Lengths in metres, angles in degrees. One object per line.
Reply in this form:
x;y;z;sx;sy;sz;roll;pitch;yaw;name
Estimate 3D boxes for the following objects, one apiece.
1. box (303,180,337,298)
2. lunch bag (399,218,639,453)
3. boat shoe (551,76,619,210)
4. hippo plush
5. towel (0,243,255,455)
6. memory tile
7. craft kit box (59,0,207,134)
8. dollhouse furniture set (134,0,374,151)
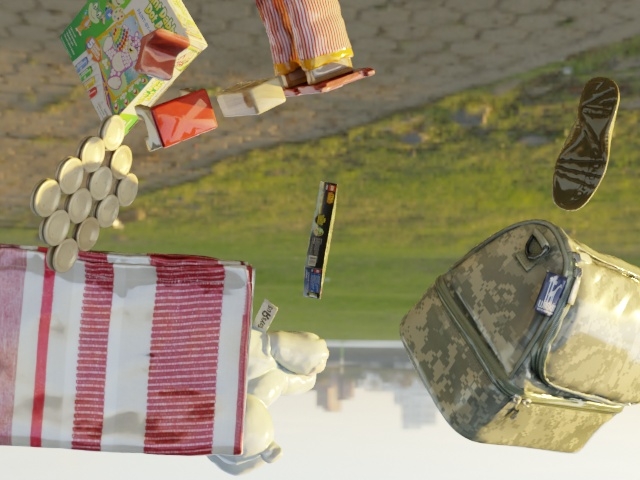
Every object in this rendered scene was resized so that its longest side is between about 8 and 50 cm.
0.000;0.000;1.336;0.027;0.137;0.094;9;152;2;box
0.287;0.111;1.199;0.305;0.213;0.256;18;121;-40;lunch bag
0.303;-0.108;1.090;0.056;0.153;0.048;14;-175;19;boat shoe
-0.100;0.272;1.632;0.234;0.237;0.294;3;147;-9;hippo plush
-0.247;0.129;1.115;0.328;0.237;0.037;4;-178;-4;towel
-0.236;-0.047;0.970;0.012;0.148;0.113;15;136;21;memory tile
-0.349;-0.366;1.759;0.246;0.250;0.061;-41;154;22;craft kit box
-0.117;-0.298;1.522;0.374;0.201;0.152;-27;-162;-30;dollhouse furniture set
